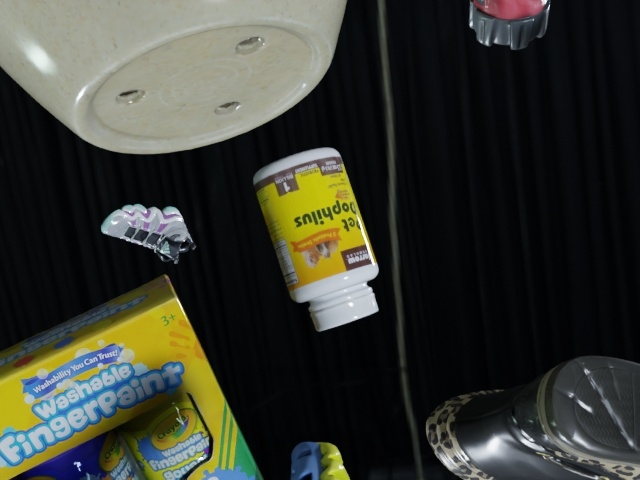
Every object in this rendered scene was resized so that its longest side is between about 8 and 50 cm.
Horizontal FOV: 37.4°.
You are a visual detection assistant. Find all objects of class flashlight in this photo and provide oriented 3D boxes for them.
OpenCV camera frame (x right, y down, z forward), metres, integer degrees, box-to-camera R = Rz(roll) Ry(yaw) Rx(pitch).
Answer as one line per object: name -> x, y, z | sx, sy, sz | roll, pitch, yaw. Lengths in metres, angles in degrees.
flashlight -> 0.236, -0.379, 1.126 | 0.103, 0.304, 0.103 | 15, -132, 17

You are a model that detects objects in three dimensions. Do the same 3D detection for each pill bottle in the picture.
pill bottle -> 0.000, 0.000, 1.185 | 0.117, 0.215, 0.117 | -19, 176, -1

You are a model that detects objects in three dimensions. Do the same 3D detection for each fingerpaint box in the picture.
fingerpaint box -> -0.327, 0.312, 1.267 | 0.445, 0.371, 0.163 | -25, -165, -10

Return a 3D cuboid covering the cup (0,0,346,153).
cup -> -0.106, -0.198, 0.614 | 0.331, 0.237, 0.331 | -19, 165, -5

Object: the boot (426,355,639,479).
boot -> 0.335, 0.238, 1.094 | 0.377, 0.138, 0.284 | 15, 157, -23

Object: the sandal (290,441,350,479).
sandal -> -0.031, 0.315, 0.831 | 0.138, 0.126, 0.317 | -8, -141, 13

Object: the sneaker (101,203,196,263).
sneaker -> -0.166, -0.002, 0.945 | 0.098, 0.038, 0.069 | -8, -128, -46
